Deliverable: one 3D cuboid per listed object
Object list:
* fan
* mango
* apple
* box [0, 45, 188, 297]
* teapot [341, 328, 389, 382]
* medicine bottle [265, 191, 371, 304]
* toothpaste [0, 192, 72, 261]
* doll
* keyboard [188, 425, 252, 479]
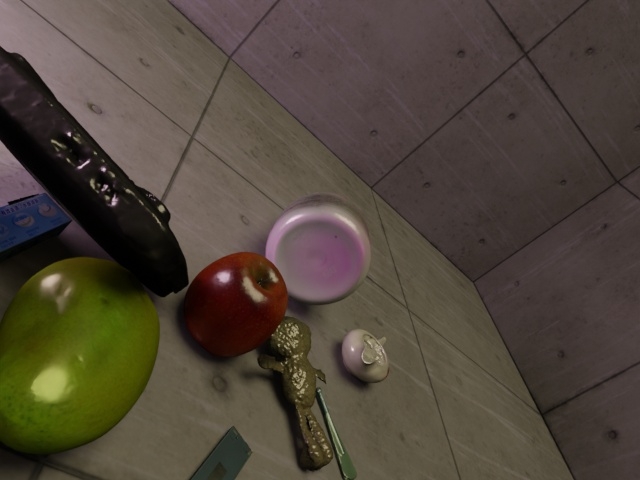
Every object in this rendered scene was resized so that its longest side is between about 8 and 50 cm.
[{"bbox_3d":[0.026,0.390,0.957,0.038,0.016,0.193,20,36,-48],"label":"fan"},{"bbox_3d":[-0.294,0.138,0.578,0.185,0.149,0.272,49,15,-37],"label":"mango"},{"bbox_3d":[-0.155,0.117,0.863,0.181,0.169,0.180,40,29,-27],"label":"apple"},{"bbox_3d":[-0.327,-0.067,0.679,0.350,0.091,0.359,46,-19,-1],"label":"box"},{"bbox_3d":[0.115,0.291,1.194,0.145,0.092,0.226,55,21,7],"label":"teapot"},{"bbox_3d":[0.000,0.000,1.240,0.256,0.256,0.324,45,14,-11],"label":"medicine bottle"},{"bbox_3d":[-0.456,0.004,0.626,0.066,0.053,0.272,50,20,-9],"label":"toothpaste"},{"bbox_3d":[-0.038,0.285,0.929,0.285,0.091,0.203,55,33,12],"label":"doll"},{"bbox_3d":[-0.154,0.345,0.685,0.055,0.014,0.176,50,21,1],"label":"keyboard"}]
